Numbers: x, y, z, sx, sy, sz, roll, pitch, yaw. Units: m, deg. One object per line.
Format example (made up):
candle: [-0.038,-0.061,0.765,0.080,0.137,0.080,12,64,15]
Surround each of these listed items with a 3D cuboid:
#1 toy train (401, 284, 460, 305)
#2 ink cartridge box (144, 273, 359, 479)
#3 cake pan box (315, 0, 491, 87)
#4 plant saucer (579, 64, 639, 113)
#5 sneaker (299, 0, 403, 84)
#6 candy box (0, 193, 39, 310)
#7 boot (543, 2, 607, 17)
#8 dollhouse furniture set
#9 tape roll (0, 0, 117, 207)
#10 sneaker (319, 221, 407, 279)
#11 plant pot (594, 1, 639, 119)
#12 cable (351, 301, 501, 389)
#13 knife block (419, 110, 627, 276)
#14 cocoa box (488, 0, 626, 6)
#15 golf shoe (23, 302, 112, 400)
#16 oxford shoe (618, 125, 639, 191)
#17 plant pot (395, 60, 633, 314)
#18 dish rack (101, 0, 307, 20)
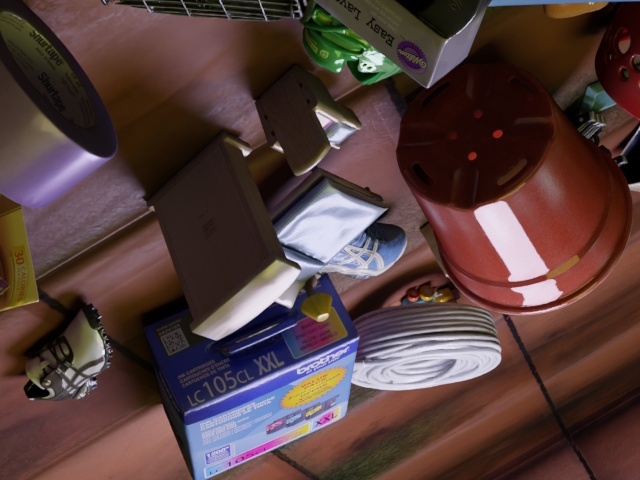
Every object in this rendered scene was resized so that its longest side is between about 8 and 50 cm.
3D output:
toy train: [0.173,0.128,2.270,0.125,0.046,0.166,-40,153,22]
ink cartridge box: [-0.097,0.180,1.953,0.270,0.151,0.395,-23,156,-12]
cake pan box: [0.046,-0.285,1.132,0.070,0.267,0.245,-42,165,-29]
plant saucer: [0.459,-0.230,1.943,0.192,0.018,0.067,-22,153,-13]
sneaker: [0.034,-0.230,1.398,0.123,0.109,0.295,-37,154,7]
candy box: [-0.346,-0.021,1.319,0.109,0.186,0.053,-13,-168,-29]
boot: [0.262,-0.310,1.491,0.295,0.104,0.211,-26,154,-17]
dollhouse furniture set: [0.000,0.000,1.624,0.286,0.198,0.303,-40,143,22]
tape roll: [-0.266,-0.127,1.186,0.080,0.189,0.189,-35,154,10]
sneaker: [0.042,0.003,1.866,0.211,0.080,0.081,-8,149,-39]
plant pot: [0.456,-0.257,1.694,0.191,0.191,0.174,-17,146,-23]
cable: [0.164,0.175,2.216,0.257,0.089,0.257,-15,157,20]
knife block: [0.299,-0.075,1.973,0.276,0.088,0.242,-20,154,-18]
cocoa box: [0.245,-0.398,1.165,0.231,0.228,0.347,-9,148,-36]
golf shoe: [-0.331,0.156,1.771,0.094,0.077,0.198,-12,149,-31]
oxford shoe: [0.576,-0.187,2.003,0.147,0.140,0.397,-8,147,-31]
plant pot: [0.235,-0.078,1.737,0.272,0.272,0.265,-33,147,8]
dish rack: [-0.114,-0.264,1.132,0.208,0.074,0.271,7,164,9]
